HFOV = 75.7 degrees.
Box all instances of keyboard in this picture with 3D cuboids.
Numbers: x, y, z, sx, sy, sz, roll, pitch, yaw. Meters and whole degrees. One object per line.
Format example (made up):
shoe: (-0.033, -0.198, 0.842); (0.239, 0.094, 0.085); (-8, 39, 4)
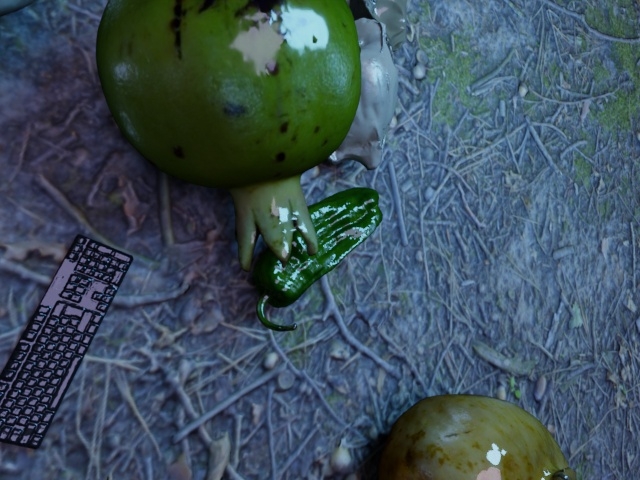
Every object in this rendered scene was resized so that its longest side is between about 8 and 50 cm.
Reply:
keyboard: (-0.265, 0.097, 0.417); (0.061, 0.013, 0.205); (27, 71, -23)

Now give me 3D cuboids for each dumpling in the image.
dumpling: (0.039, -0.195, 0.566); (0.136, 0.118, 0.199); (-3, 92, 11)

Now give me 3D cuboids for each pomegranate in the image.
pomegranate: (0.195, 0.304, 0.511); (0.248, 0.248, 0.248); (4, 81, -27)
pomegranate: (-0.078, -0.138, 0.429); (0.260, 0.260, 0.341); (-18, 96, -29)

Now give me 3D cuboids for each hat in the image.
hat: (0.040, -0.356, 0.626); (0.173, 0.144, 0.166); (8, 78, 18)

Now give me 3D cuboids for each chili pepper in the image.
chili pepper: (0.000, 0.004, 0.537); (0.257, 0.074, 0.100); (-40, 102, -27)

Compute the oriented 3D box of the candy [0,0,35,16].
candy: (-0.347, -0.283, 0.285); (0.295, 0.295, 0.185); (27, 114, -22)
